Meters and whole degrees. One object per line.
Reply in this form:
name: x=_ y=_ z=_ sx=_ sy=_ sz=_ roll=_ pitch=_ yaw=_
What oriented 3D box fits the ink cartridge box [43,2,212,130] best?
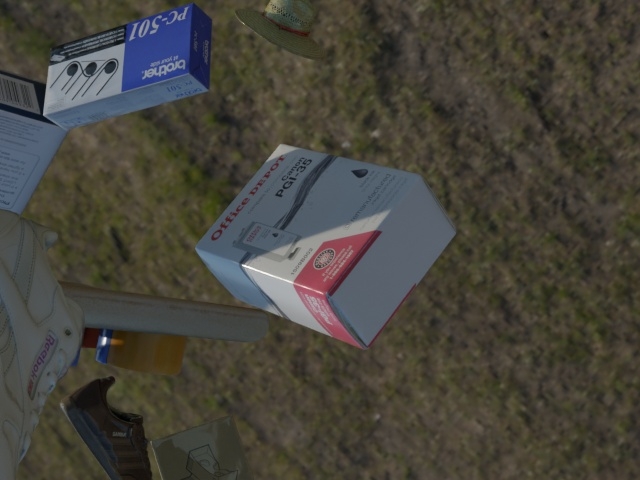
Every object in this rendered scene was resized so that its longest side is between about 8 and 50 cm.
ink cartridge box: x=-0.226 y=-0.201 z=1.317 sx=0.207 sy=0.097 sz=0.046 roll=-11 pitch=154 yaw=25

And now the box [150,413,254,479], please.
box: x=-0.211 y=0.446 z=2.113 sx=0.021 sy=0.164 sz=0.201 roll=97 pitch=154 yaw=-72

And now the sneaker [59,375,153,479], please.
sneaker: x=-0.225 y=0.242 z=1.308 sx=0.188 sy=0.071 sz=0.066 roll=60 pitch=165 yaw=-23

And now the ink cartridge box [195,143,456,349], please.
ink cartridge box: x=0.000 y=0.000 z=1.471 sx=0.283 sy=0.207 sz=0.117 roll=17 pitch=152 yaw=47

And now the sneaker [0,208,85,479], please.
sneaker: x=-0.226 y=0.097 z=0.800 sx=0.114 sy=0.152 sz=0.305 roll=-37 pitch=53 yaw=38

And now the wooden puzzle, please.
wooden puzzle: x=-0.279 y=0.080 z=1.150 sx=0.348 sy=0.080 sz=0.322 roll=5 pitch=175 yaw=36

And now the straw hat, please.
straw hat: x=-0.043 y=-0.312 z=1.563 sx=0.144 sy=0.144 sz=0.061 roll=36 pitch=112 yaw=19

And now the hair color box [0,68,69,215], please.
hair color box: x=-0.508 y=-0.080 z=1.578 sx=0.347 sy=0.174 sz=0.105 roll=-53 pitch=40 yaw=28
